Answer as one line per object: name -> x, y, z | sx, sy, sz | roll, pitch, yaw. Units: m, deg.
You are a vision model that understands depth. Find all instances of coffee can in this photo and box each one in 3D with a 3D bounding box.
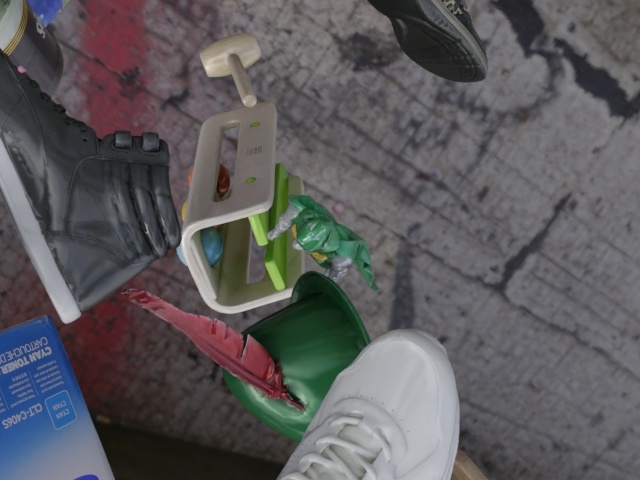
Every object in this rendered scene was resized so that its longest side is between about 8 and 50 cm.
coffee can -> -0.511, -0.307, 1.485 | 0.201, 0.201, 0.275 | -39, 149, -8

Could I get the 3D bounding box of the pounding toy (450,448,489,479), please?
pounding toy -> 0.160, 0.279, 0.882 | 0.155, 0.269, 0.154 | -32, 156, -35

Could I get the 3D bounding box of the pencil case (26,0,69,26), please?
pencil case -> -0.519, -0.433, 1.905 | 0.133, 0.119, 0.306 | 94, 17, -54

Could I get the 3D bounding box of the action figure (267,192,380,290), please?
action figure -> 0.000, 0.000, 0.983 | 0.063, 0.137, 0.232 | -47, 174, -2

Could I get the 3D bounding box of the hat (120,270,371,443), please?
hat -> -0.065, 0.122, 0.858 | 0.183, 0.173, 0.208 | -15, 90, -24

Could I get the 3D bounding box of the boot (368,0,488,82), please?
boot -> 0.126, -0.289, 1.090 | 0.236, 0.085, 0.179 | 39, 64, -45

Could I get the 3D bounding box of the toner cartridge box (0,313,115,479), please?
toner cartridge box -> -0.271, 0.171, 0.622 | 0.348, 0.075, 0.165 | -25, 96, -59

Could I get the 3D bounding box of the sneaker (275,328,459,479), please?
sneaker -> 0.006, 0.153, 0.600 | 0.232, 0.090, 0.115 | -62, 160, -6

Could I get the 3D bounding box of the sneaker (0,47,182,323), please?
sneaker -> -0.220, -0.090, 0.929 | 0.147, 0.104, 0.296 | -25, 90, -15

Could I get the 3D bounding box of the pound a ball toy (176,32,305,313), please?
pound a ball toy -> -0.112, -0.088, 1.262 | 0.135, 0.319, 0.208 | -16, 121, 8
